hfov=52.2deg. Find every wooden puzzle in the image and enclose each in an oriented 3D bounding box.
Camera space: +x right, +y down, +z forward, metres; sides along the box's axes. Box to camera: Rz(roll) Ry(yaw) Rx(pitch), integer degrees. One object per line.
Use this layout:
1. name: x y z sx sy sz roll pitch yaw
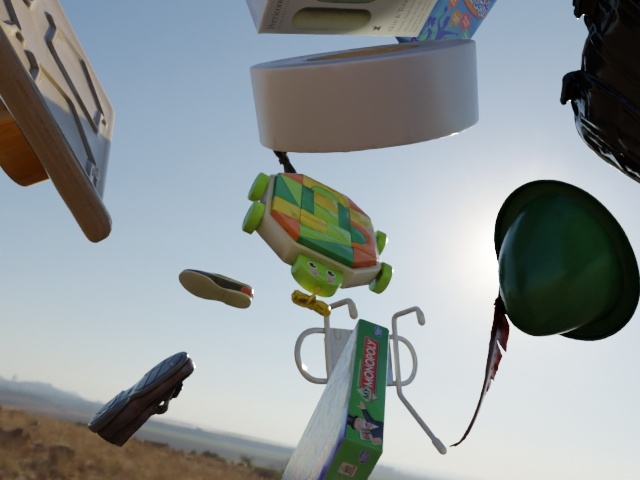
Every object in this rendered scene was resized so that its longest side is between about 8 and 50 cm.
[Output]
1. wooden puzzle: -0.304 -0.198 0.638 0.080 0.348 0.322 -21 -54 -4

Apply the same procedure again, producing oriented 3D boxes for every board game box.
1. board game box: 0.003 0.281 0.808 0.046 0.213 0.317 21 -62 -3
2. board game box: 0.238 -0.419 1.217 0.047 0.210 0.160 34 0 34

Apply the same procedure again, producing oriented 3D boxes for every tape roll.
1. tape roll: 0.057 -0.189 0.828 0.286 0.100 0.286 -7 18 2

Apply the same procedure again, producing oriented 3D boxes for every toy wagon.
1. toy wagon: 0.000 0.000 1.107 0.267 0.344 0.068 25 -65 -14

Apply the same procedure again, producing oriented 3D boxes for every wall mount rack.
1. wall mount rack: 0.120 0.277 1.304 0.349 0.304 0.130 11 -23 -39

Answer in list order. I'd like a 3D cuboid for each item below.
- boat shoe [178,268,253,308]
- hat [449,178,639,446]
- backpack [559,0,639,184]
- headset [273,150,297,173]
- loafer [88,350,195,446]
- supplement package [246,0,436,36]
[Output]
1. boat shoe: -0.183 0.079 1.156 0.136 0.043 0.049 21 -57 -9
2. hat: 0.193 0.061 0.651 0.183 0.209 0.173 -22 -9 -30
3. backpack: 0.330 -0.109 0.476 0.191 0.254 0.225 -23 -38 -7
4. headset: 0.069 -0.278 1.621 0.393 0.185 0.243 -19 19 11
5. loafer: -0.371 0.347 1.416 0.302 0.109 0.095 -36 -76 19
6. supplement package: 0.031 -0.427 0.911 0.262 0.198 0.199 -7 -28 -24
